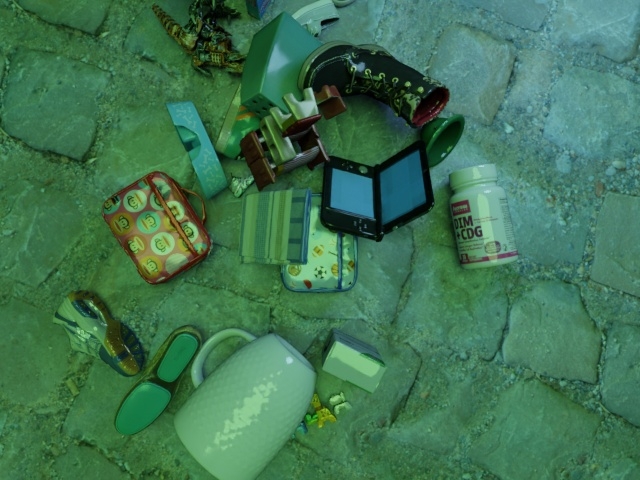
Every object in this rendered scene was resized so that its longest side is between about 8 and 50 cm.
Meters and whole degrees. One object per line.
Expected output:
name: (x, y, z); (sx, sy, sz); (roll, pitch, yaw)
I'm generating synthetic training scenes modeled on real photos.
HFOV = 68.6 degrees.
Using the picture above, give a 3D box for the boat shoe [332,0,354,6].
boat shoe: (0.134, -0.873, 1.389); (0.127, 0.158, 0.341); (35, 86, 0)

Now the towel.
towel: (-0.132, -0.035, 1.311); (0.034, 0.284, 0.210); (7, 85, -46)

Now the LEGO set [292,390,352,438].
LEGO set: (-0.027, 0.488, 1.350); (0.227, 0.087, 0.093); (-20, 88, -4)

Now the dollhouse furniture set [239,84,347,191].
dollhouse furniture set: (-0.049, -0.263, 1.215); (0.201, 0.374, 0.152); (-26, 96, -26)

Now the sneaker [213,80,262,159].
sneaker: (-0.210, -0.378, 1.390); (0.120, 0.108, 0.303); (22, 82, -18)

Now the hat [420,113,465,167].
hat: (0.311, -0.343, 1.407); (0.208, 0.173, 0.183); (-29, 58, -35)

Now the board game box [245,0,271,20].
board game box: (-0.164, -0.763, 1.349); (0.047, 0.210, 0.160); (28, 87, -1)

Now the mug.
mug: (-0.208, 0.400, 1.280); (0.374, 0.276, 0.328); (38, 83, 32)

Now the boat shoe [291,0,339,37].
boat shoe: (-0.026, -0.641, 1.386); (0.227, 0.079, 0.081); (-41, 96, -28)

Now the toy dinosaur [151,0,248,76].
toy dinosaur: (-0.348, -0.615, 1.375); (0.321, 0.164, 0.219); (25, 102, -17)

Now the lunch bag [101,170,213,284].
lunch bag: (-0.448, -0.043, 1.356); (0.258, 0.120, 0.293); (-33, 90, -7)

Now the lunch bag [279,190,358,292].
lunch bag: (0.000, 0.000, 1.365); (0.242, 0.115, 0.304); (1, 88, -4)

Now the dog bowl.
dog bowl: (-0.352, -0.266, 1.346); (0.074, 0.166, 0.298); (-25, 88, -12)

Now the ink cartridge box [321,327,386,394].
ink cartridge box: (0.086, 0.327, 1.302); (0.153, 0.208, 0.087); (26, 90, 1)

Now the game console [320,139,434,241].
game console: (0.146, -0.162, 1.274); (0.250, 0.173, 0.293); (14, 46, -11)

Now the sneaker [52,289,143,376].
sneaker: (-0.637, 0.285, 1.348); (0.131, 0.112, 0.296); (-41, 87, 14)

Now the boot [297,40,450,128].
boot: (0.152, -0.414, 1.260); (0.284, 0.377, 0.138); (40, 131, 25)

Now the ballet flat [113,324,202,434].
ballet flat: (-0.452, 0.387, 1.330); (0.123, 0.123, 0.349); (35, 90, 0)

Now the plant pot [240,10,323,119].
plant pot: (-0.119, -0.459, 1.302); (0.165, 0.165, 0.235); (30, 69, -33)

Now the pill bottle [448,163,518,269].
pill bottle: (0.463, -0.067, 1.357); (0.160, 0.160, 0.283); (-10, 87, -2)

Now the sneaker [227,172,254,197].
sneaker: (-0.239, -0.184, 1.402); (0.069, 0.038, 0.098); (44, 86, 0)
